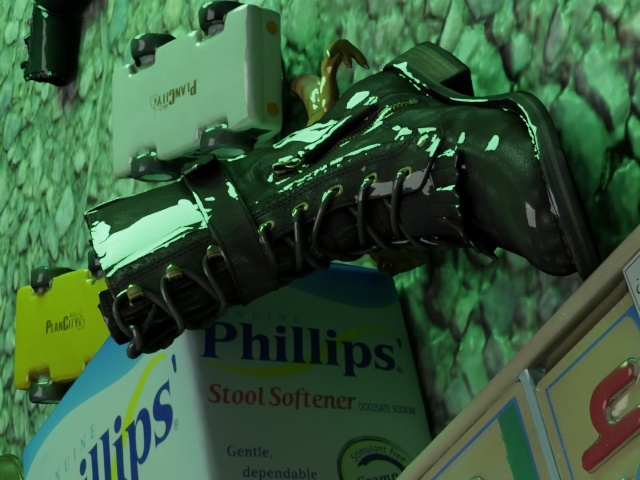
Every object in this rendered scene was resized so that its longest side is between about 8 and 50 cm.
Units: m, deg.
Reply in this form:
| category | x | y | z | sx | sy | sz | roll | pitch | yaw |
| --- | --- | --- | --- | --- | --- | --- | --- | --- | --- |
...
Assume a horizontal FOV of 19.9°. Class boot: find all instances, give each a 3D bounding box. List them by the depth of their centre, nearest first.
| category | x | y | z | sx | sy | sz | roll | pitch | yaw |
| --- | --- | --- | --- | --- | --- | --- | --- | --- | --- |
| boot | 0.000 | 0.000 | 0.917 | 0.091 | 0.229 | 0.263 | 68 | 170 | -25 |
| boot | -0.229 | -0.187 | 1.581 | 0.121 | 0.045 | 0.099 | 178 | 100 | -69 |

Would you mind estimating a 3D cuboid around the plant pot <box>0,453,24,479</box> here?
| category | x | y | z | sx | sy | sz | roll | pitch | yaw |
| --- | --- | --- | --- | --- | --- | --- | --- | --- | --- |
| plant pot | -0.353 | 0.265 | 1.594 | 0.167 | 0.165 | 0.167 | -23 | 63 | 59 |

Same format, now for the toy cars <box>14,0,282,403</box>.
| category | x | y | z | sx | sy | sz | roll | pitch | yaw |
| --- | --- | --- | --- | --- | --- | --- | --- | --- | --- |
| toy cars | -0.109 | -0.015 | 1.286 | 0.393 | 0.087 | 0.176 | -61 | 40 | 30 |

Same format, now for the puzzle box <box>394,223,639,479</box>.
| category | x | y | z | sx | sy | sz | roll | pitch | yaw |
| --- | --- | --- | --- | --- | --- | --- | --- | --- | --- |
| puzzle box | 0.151 | 0.221 | 0.776 | 0.272 | 0.052 | 0.409 | -54 | 40 | 44 |

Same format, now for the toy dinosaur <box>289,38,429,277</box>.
| category | x | y | z | sx | sy | sz | roll | pitch | yaw |
| --- | --- | --- | --- | --- | --- | --- | --- | --- | --- |
| toy dinosaur | 0.009 | -0.069 | 1.091 | 0.112 | 0.064 | 0.211 | -64 | 33 | 35 |

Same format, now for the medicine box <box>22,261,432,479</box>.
| category | x | y | z | sx | sy | sz | roll | pitch | yaw |
| --- | --- | --- | --- | --- | --- | --- | --- | --- | --- |
| medicine box | -0.052 | 0.195 | 1.061 | 0.263 | 0.149 | 0.289 | -50 | 43 | 46 |
